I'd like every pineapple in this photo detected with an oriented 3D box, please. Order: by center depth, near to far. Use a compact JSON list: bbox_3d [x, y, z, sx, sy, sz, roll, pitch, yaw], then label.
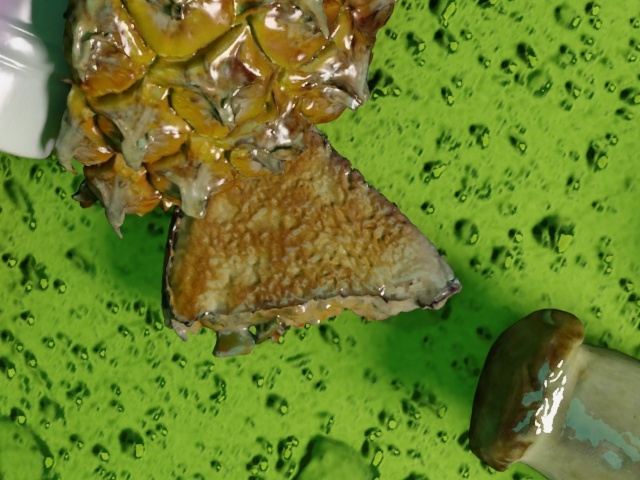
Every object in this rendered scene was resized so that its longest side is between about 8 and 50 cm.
[{"bbox_3d":[-0.042,-0.149,0.853,0.161,0.158,0.334,33,88,27],"label":"pineapple"}]

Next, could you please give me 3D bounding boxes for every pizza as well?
[{"bbox_3d":[0.000,0.000,0.925,0.195,0.052,0.185,20,88,16],"label":"pizza"}]

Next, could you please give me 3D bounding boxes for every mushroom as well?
[{"bbox_3d":[0.238,0.160,0.862,0.333,0.087,0.107,33,102,6],"label":"mushroom"}]

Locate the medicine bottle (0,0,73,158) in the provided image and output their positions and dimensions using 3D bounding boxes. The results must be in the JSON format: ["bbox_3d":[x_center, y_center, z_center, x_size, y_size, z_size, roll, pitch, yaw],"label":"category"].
[{"bbox_3d":[-0.182,-0.193,0.909,0.152,0.152,0.254,28,96,10],"label":"medicine bottle"}]
